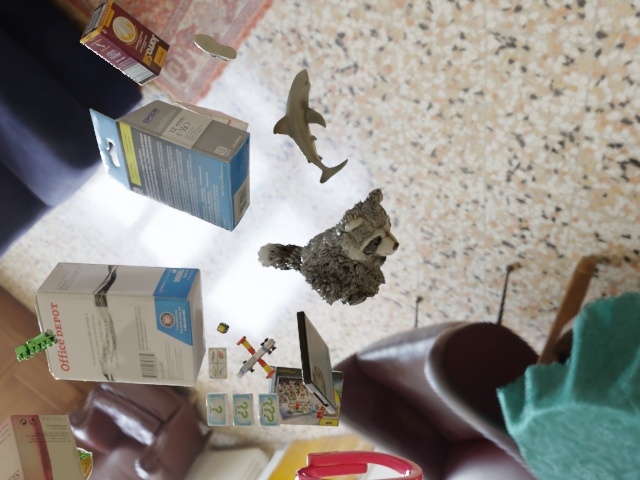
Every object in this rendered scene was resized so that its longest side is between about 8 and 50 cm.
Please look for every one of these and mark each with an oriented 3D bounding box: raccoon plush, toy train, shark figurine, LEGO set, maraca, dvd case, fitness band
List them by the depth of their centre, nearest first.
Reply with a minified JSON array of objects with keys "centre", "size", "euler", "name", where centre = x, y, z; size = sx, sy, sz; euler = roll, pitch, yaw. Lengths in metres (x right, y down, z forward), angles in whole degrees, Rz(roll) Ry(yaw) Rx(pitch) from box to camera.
[{"centre":[-0.406,0.149,1.015],"size":[0.083,0.017,0.024],"euler":[-28,78,26],"name":"toy train"},{"centre":[0.083,0.513,1.540],"size":[0.290,0.054,0.209],"euler":[5,-179,-30],"name":"fitness band"},{"centre":[-0.189,0.312,1.648],"size":[0.182,0.244,0.060],"euler":[-3,177,17],"name":"LEGO set"},{"centre":[-0.598,0.541,1.676],"size":[0.099,0.127,0.186],"euler":[48,158,10],"name":"maraca"},{"centre":[-0.053,-0.251,1.723],"size":[0.166,0.116,0.278],"euler":[-26,82,55],"name":"shark figurine"},{"centre":[-0.008,0.301,1.732],"size":[0.022,0.180,0.253],"euler":[-13,149,9],"name":"dvd case"},{"centre":[0.000,0.000,1.917],"size":[0.446,0.216,0.299],"euler":[4,130,15],"name":"raccoon plush"}]

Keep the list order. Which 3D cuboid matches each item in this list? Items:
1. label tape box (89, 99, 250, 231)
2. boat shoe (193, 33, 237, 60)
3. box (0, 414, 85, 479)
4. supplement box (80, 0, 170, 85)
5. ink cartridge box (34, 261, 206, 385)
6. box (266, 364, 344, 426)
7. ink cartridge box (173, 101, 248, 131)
[{"centre":[-0.337,-0.188,1.641],"size":[0.347,0.115,0.249],"euler":[23,145,12],"name":"label tape box"},{"centre":[-0.285,-0.514,1.901],"size":[0.125,0.046,0.038],"euler":[13,171,-31],"name":"boat shoe"},{"centre":[-0.541,0.465,1.336],"size":[0.126,0.148,0.232],"euler":[19,-146,-50],"name":"box"},{"centre":[-0.478,-0.485,1.749],"size":[0.080,0.104,0.188],"euler":[-12,146,41],"name":"supplement box"},{"centre":[-0.521,0.221,1.898],"size":[0.394,0.166,0.286],"euler":[3,119,2],"name":"ink cartridge box"},{"centre":[-0.045,0.450,2.047],"size":[0.233,0.159,0.044],"euler":[12,169,-31],"name":"box"},{"centre":[-0.304,-0.318,1.926],"size":[0.115,0.198,0.067],"euler":[27,104,30],"name":"ink cartridge box"}]
